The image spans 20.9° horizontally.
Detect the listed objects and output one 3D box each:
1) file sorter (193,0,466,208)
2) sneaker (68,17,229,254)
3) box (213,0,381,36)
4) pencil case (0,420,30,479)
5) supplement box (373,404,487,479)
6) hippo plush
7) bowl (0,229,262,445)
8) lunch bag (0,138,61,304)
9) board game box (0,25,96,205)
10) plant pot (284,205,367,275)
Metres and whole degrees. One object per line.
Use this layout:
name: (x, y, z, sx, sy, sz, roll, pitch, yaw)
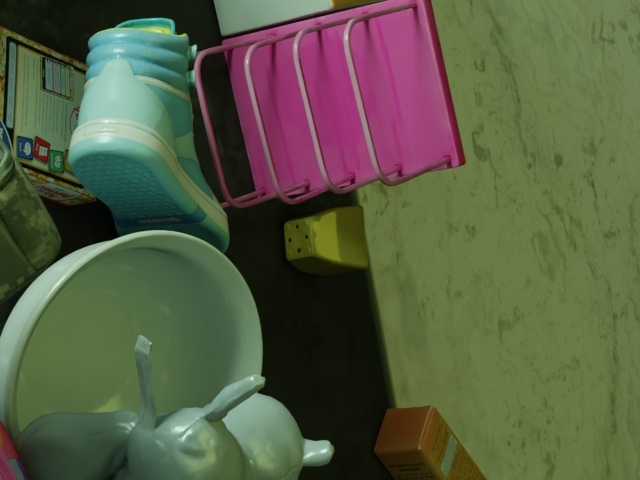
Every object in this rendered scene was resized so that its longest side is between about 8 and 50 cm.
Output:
file sorter: (-0.020, -0.148, 1.979, 0.182, 0.290, 0.202, -22, 101, -54)
sneaker: (-0.165, -0.114, 1.844, 0.319, 0.127, 0.208, 67, 24, -65)
box: (0.009, -0.394, 2.194, 0.345, 0.168, 0.215, -24, 102, -57)
pencil case: (-0.320, 0.180, 1.512, 0.104, 0.104, 0.236, -18, 78, -58)
supplement box: (0.163, 0.323, 2.346, 0.233, 0.078, 0.080, 53, 42, -36)
hippo plush: (-0.134, 0.211, 1.613, 0.236, 0.234, 0.294, -15, 119, -65)
bowl: (-0.212, 0.123, 1.710, 0.298, 0.134, 0.298, -13, 110, -39)
lunch bag: (-0.388, -0.037, 1.350, 0.305, 0.212, 0.256, -34, 121, -7)
board game box: (-0.302, -0.128, 1.754, 0.193, 0.045, 0.147, 23, 63, -54)
plant pot: (0.000, 0.000, 2.172, 0.083, 0.081, 0.081, 2, 81, -45)
